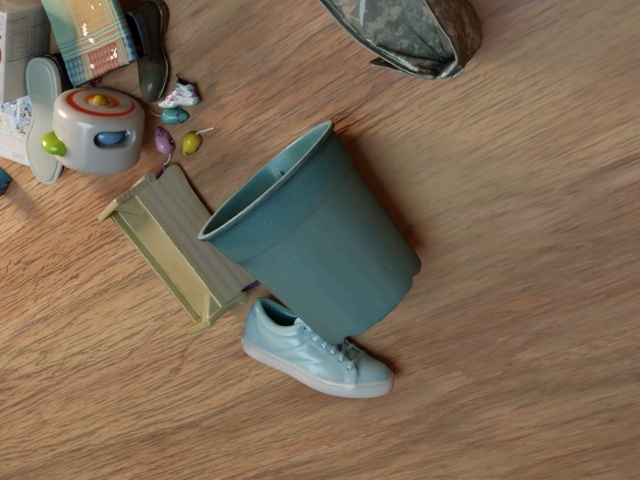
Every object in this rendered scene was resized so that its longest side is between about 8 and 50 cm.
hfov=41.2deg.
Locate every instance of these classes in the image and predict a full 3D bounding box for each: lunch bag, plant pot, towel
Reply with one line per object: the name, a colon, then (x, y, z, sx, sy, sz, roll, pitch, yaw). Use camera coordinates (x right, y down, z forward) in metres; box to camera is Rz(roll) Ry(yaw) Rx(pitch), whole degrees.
lunch bag: (0.143, -0.388, 1.445, 0.287, 0.235, 0.169, 46, 118, -1)
plant pot: (0.000, 0.000, 1.663, 0.341, 0.341, 0.334, -34, 104, 33)
towel: (-0.506, -0.516, 1.733, 0.271, 0.040, 0.370, -5, 107, 49)

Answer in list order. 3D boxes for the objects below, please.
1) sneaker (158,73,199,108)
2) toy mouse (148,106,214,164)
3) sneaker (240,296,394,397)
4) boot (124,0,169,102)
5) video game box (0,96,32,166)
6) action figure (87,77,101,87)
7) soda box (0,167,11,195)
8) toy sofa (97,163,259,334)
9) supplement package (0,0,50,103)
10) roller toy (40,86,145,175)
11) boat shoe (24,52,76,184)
sneaker: (-0.305, -0.319, 1.809, 0.098, 0.038, 0.069, -3, 107, 21)
toy mouse: (-0.330, -0.238, 1.859, 0.143, 0.031, 0.161, 44, 124, 0)
sneaker: (-0.005, 0.228, 1.873, 0.366, 0.135, 0.150, 17, 118, 13)
boot: (-0.372, -0.384, 1.760, 0.082, 0.106, 0.219, 15, 117, 20)
video game box: (-0.747, -0.289, 2.019, 0.205, 0.048, 0.187, 19, 122, 15)
action figure: (-0.493, -0.382, 1.869, 0.038, 0.030, 0.115, 30, 125, 3)
soda box: (-0.874, -0.190, 2.111, 0.210, 0.071, 0.067, 43, 124, 1)
toy sofa: (-0.315, 0.020, 1.926, 0.362, 0.177, 0.150, 53, 148, -6)
supplement package: (-0.721, -0.440, 1.873, 0.194, 0.149, 0.203, 22, 120, 14)
roller toy: (-0.477, -0.244, 1.831, 0.191, 0.209, 0.146, 16, 119, 2)
boat shoe: (-0.601, -0.274, 1.931, 0.114, 0.091, 0.303, 22, 120, 14)
